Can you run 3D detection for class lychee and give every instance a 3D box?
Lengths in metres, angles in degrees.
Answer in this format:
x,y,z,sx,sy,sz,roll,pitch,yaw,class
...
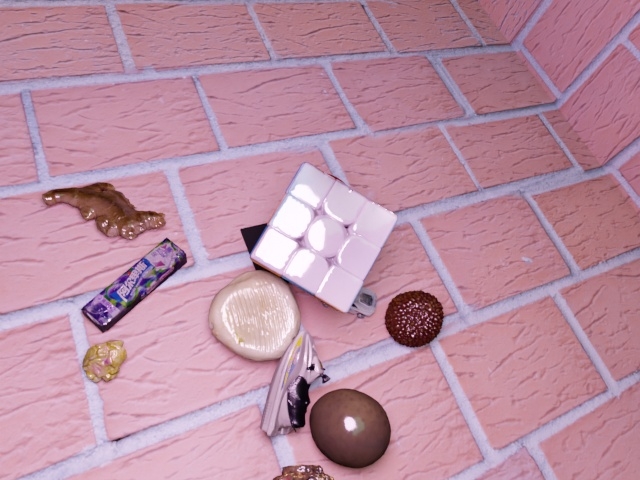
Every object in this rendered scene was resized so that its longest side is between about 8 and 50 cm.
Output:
x,y,z,sx,sy,sz,roll,pitch,yaw,class
0.290,0.237,1.458,0.187,0.188,0.188,8,59,-13,lychee

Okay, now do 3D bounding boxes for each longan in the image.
x,y,z,sx,sy,sz,roll,pitch,yaw,class
0.077,0.486,1.238,0.220,0.197,0.197,25,57,1,longan

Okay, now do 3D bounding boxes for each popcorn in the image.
x,y,z,sx,sy,sz,roll,pitch,yaw,class
-0.545,0.297,1.203,0.097,0.109,0.089,40,14,-34,popcorn

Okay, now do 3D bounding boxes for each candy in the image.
x,y,z,sx,sy,sz,roll,pitch,yaw,class
-0.510,0.118,1.333,0.088,0.061,0.312,37,57,8,candy

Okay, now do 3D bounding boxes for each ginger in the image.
x,y,z,sx,sy,sz,roll,pitch,yaw,class
-0.625,-0.092,1.410,0.332,0.080,0.166,22,42,3,ginger

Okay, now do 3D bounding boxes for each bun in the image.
x,y,z,sx,sy,sz,roll,pitch,yaw,class
-0.181,0.208,1.333,0.259,0.160,0.260,1,77,-6,bun

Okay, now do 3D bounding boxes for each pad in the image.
x,y,z,sx,sy,sz,roll,pitch,yaw,class
-0.091,0.015,1.559,0.299,0.005,0.202,-14,67,-25,pad

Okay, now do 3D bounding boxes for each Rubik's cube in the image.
x,y,z,sx,sy,sz,roll,pitch,yaw,class
0.000,0.000,1.320,0.291,0.291,0.291,31,83,-3,Rubik's cube

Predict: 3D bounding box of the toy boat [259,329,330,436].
x,y,z,sx,sy,sz,roll,pitch,yaw,class
-0.060,0.376,1.236,0.140,0.141,0.270,27,85,-1,toy boat

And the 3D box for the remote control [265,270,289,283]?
x,y,z,sx,sy,sz,roll,pitch,yaw,class
-0.090,0.080,1.492,0.222,0.042,0.072,-36,79,-31,remote control

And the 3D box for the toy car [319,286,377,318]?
x,y,z,sx,sy,sz,roll,pitch,yaw,class
0.080,0.175,1.494,0.204,0.056,0.096,20,59,-7,toy car

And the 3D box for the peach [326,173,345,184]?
x,y,z,sx,sy,sz,roll,pitch,yaw,class
0.006,-0.136,1.560,0.197,0.197,0.198,8,59,-13,peach

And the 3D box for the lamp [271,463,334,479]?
x,y,z,sx,sy,sz,roll,pitch,yaw,class
-0.043,0.673,1.111,0.176,0.177,0.274,5,62,-15,lamp
